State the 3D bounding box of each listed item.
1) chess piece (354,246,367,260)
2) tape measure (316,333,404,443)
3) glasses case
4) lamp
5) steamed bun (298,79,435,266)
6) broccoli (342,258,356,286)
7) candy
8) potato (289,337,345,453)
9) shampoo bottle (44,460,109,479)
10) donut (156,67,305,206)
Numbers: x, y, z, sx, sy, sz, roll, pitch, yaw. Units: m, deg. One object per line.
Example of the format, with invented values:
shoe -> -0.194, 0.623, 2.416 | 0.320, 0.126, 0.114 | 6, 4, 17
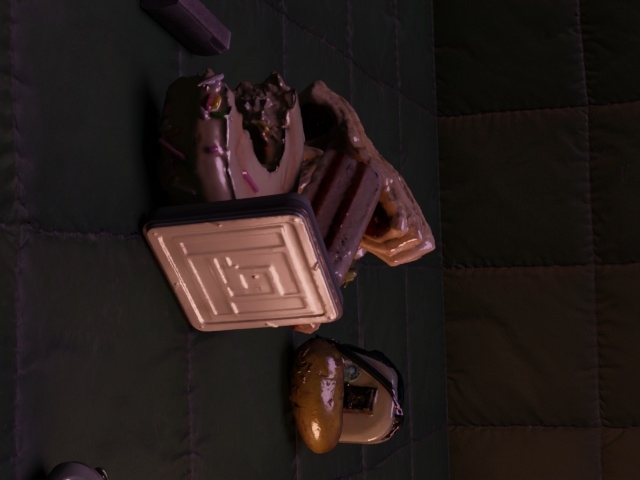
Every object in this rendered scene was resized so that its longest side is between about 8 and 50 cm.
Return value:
chess piece -> 0.034, -0.051, 2.636 | 0.200, 0.090, 0.090 | 68, 24, -20
tape measure -> 0.086, 0.323, 2.522 | 0.115, 0.207, 0.235 | 30, 61, -66
glasses case -> -0.219, -0.362, 1.905 | 0.205, 0.070, 0.047 | 37, 56, -68
lamp -> -0.117, 0.042, 1.834 | 0.047, 0.269, 0.266 | -81, 159, -43
steamed bun -> 0.019, -0.113, 2.289 | 0.428, 0.247, 0.189 | 58, 8, 14
broccoli -> 0.004, 0.055, 2.398 | 0.162, 0.138, 0.146 | 139, -47, -71
candy -> 0.000, 0.000, 2.025 | 0.321, 0.135, 0.179 | -61, 177, -48
potato -> -0.008, 0.323, 2.386 | 0.149, 0.113, 0.251 | -55, 148, -73
shampoo bottle -> -0.326, 0.352, 1.441 | 0.234, 0.087, 0.118 | -48, 132, -66
donut -> -0.148, -0.132, 1.942 | 0.371, 0.150, 0.307 | -21, 110, -69
